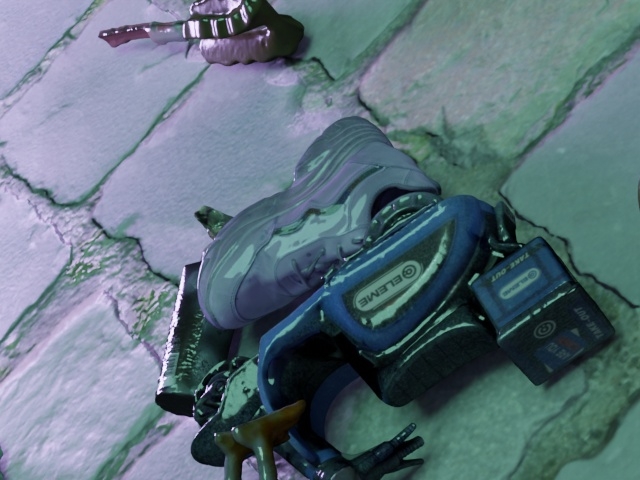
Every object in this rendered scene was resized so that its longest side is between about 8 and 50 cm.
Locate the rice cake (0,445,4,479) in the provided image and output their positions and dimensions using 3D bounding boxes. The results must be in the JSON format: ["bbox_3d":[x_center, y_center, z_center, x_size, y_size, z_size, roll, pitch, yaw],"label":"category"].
[{"bbox_3d":[-0.414,0.290,1.717,0.237,0.043,0.127,-32,43,15],"label":"rice cake"}]

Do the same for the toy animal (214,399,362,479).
[{"bbox_3d":[-0.057,0.269,1.228,0.225,0.284,0.302,-12,79,35],"label":"toy animal"}]

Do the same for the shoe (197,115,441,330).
[{"bbox_3d":[0.000,0.000,1.578,0.245,0.095,0.138,-46,39,-10],"label":"shoe"}]

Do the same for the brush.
[{"bbox_3d":[-0.142,-0.233,1.894,0.301,0.084,0.071,3,61,47],"label":"brush"}]

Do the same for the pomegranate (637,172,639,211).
[{"bbox_3d":[0.315,-0.004,1.286,0.225,0.187,0.187,-61,36,23],"label":"pomegranate"}]

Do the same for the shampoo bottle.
[{"bbox_3d":[-0.111,0.065,1.638,0.057,0.063,0.207,-11,52,30],"label":"shampoo bottle"}]

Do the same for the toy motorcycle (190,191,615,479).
[{"bbox_3d":[0.047,0.105,1.435,0.358,0.125,0.212,-37,45,8],"label":"toy motorcycle"}]
